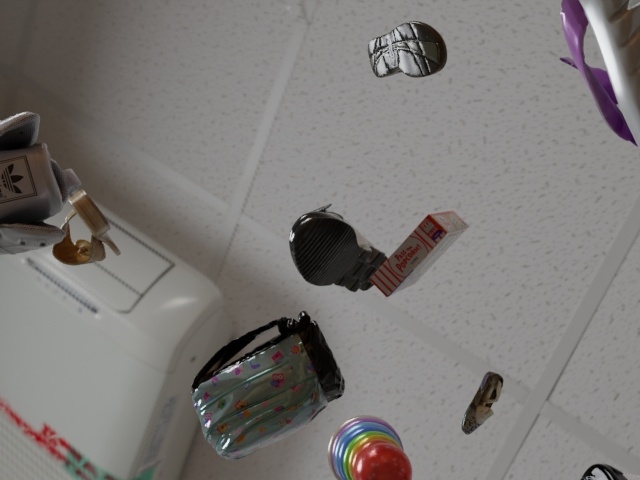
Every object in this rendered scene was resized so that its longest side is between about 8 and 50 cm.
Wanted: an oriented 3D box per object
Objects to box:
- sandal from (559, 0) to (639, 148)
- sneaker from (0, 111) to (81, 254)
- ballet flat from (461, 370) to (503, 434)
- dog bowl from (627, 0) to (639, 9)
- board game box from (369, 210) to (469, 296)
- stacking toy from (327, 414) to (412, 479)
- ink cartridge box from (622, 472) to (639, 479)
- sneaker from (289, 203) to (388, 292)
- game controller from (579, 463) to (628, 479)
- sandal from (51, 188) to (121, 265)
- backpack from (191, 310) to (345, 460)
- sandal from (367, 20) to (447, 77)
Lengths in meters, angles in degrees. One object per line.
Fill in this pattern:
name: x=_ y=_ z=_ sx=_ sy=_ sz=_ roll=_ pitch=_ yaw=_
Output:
sandal: x=0.258 y=-0.192 z=0.761 sx=0.102 sy=0.169 sz=0.417 roll=-27 pitch=-95 yaw=55
sneaker: x=-0.347 y=-0.044 z=0.736 sx=0.210 sy=0.366 sz=0.138 roll=-14 pitch=-93 yaw=3
ballet flat: x=0.264 y=0.261 z=1.406 sx=0.041 sy=0.041 sz=0.114 roll=17 pitch=-117 yaw=29
dog bowl: x=0.173 y=-0.307 z=0.469 sx=0.102 sy=0.348 sz=0.349 roll=-12 pitch=-88 yaw=29
board game box: x=0.170 y=0.019 z=1.473 sx=0.045 sy=0.193 sz=0.147 roll=45 pitch=-74 yaw=12
stacking toy: x=0.091 y=0.371 z=1.479 sx=0.141 sy=0.330 sz=0.141 roll=1 pitch=-99 yaw=-3
ink cartridge box: x=0.435 y=0.516 z=1.258 sx=0.131 sy=0.306 sz=0.226 roll=5 pitch=-62 yaw=26
sneaker: x=0.000 y=0.000 z=1.549 sx=0.122 sy=0.330 sz=0.146 roll=-48 pitch=-115 yaw=4
game controller: x=0.352 y=0.403 z=0.992 sx=0.067 sy=0.319 sz=0.167 roll=21 pitch=-71 yaw=-15
sandal: x=-0.329 y=-0.006 z=1.178 sx=0.079 sy=0.240 sz=0.088 roll=-37 pitch=-92 yaw=-14
backpack: x=-0.064 y=0.182 z=1.058 sx=0.182 sy=0.152 sz=0.115 roll=-27 pitch=-121 yaw=-5
sandal: x=0.148 y=-0.306 z=1.424 sx=0.219 sy=0.060 sz=0.090 roll=-174 pitch=-109 yaw=-67
